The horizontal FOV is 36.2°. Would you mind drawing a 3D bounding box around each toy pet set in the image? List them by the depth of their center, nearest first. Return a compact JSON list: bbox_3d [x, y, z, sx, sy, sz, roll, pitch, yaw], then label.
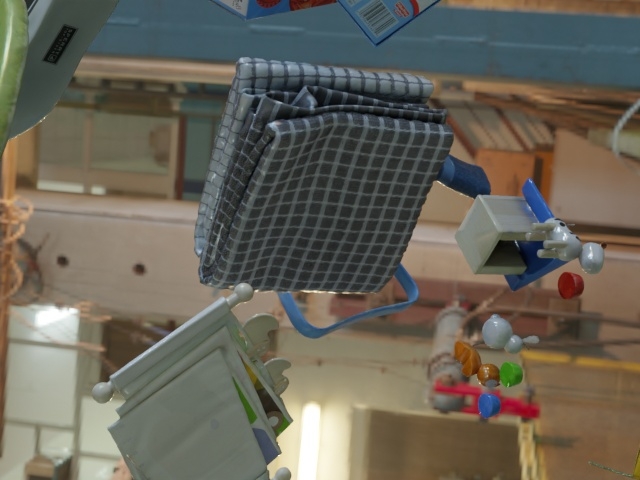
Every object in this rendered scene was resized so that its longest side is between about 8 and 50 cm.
[{"bbox_3d":[0.132,0.029,0.606,0.114,0.065,0.122,-111,33,-40],"label":"toy pet set"}]

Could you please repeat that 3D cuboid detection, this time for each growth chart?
[{"bbox_3d":[-0.093,0.160,0.819,0.172,0.021,0.237,-29,-53,-24],"label":"growth chart"}]

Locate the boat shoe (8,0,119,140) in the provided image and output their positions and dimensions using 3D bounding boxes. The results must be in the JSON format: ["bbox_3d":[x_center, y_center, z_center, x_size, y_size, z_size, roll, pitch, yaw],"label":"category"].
[{"bbox_3d":[-0.254,-0.176,0.863,0.078,0.219,0.070,18,-149,-53],"label":"boat shoe"}]

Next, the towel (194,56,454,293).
[{"bbox_3d":[-0.001,-0.055,1.099,0.121,0.235,0.283,-107,29,-42],"label":"towel"}]

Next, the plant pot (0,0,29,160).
[{"bbox_3d":[-0.315,-0.052,0.442,0.254,0.276,0.276,25,-118,-34],"label":"plant pot"}]

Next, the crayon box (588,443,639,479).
[{"bbox_3d":[0.516,0.297,1.207,0.203,0.323,0.083,32,-106,-61],"label":"crayon box"}]

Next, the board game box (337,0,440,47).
[{"bbox_3d":[0.077,-0.258,0.693,0.160,0.211,0.039,43,-156,-35],"label":"board game box"}]

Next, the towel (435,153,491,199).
[{"bbox_3d":[0.154,-0.089,1.207,0.029,0.119,0.067,-59,19,23],"label":"towel"}]

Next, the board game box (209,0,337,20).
[{"bbox_3d":[0.015,-0.440,1.175,0.302,0.086,0.308,-24,-41,-41],"label":"board game box"}]

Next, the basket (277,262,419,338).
[{"bbox_3d":[0.000,0.000,1.475,0.255,0.289,0.201,-10,-32,-46],"label":"basket"}]
